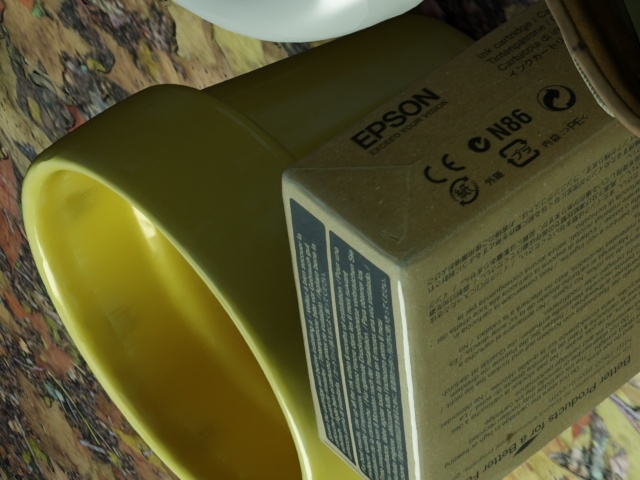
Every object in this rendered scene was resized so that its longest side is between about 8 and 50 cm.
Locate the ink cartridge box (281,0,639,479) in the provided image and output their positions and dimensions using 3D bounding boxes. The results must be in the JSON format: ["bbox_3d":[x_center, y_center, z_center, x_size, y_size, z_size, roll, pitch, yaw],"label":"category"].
[{"bbox_3d":[0.102,-0.003,0.912,0.088,0.234,0.193,38,150,34],"label":"ink cartridge box"}]

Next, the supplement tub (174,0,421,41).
[{"bbox_3d":[0.060,-0.232,0.584,0.235,0.325,0.235,41,152,28],"label":"supplement tub"}]

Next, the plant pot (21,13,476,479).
[{"bbox_3d":[0.000,0.000,1.095,0.254,0.239,0.254,41,152,28],"label":"plant pot"}]

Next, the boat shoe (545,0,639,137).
[{"bbox_3d":[0.110,-0.176,0.751,0.123,0.116,0.324,-37,74,42],"label":"boat shoe"}]
